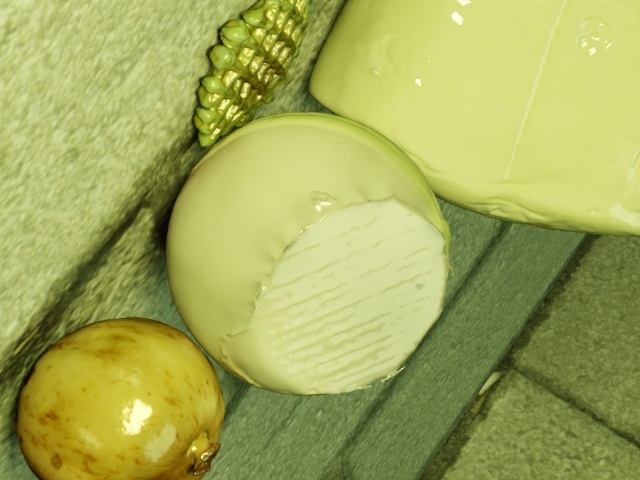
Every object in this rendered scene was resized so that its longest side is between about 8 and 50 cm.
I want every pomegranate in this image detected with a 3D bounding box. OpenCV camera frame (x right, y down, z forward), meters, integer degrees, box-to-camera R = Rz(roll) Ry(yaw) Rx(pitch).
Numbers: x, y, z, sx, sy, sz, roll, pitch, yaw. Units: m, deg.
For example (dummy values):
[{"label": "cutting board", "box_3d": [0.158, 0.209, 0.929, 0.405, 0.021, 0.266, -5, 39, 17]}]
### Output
[{"label": "pomegranate", "box_3d": [-0.196, 0.185, 1.823, 0.215, 0.215, 0.215, -50, 160, -25]}]

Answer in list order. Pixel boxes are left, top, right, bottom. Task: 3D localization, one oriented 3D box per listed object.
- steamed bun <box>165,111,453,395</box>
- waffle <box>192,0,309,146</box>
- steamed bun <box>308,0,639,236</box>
[{"label": "steamed bun", "box_3d": [-0.030, -0.002, 1.880, 0.309, 0.309, 0.309, -50, 160, -25]}, {"label": "waffle", "box_3d": [-0.067, -0.182, 1.847, 0.183, 0.036, 0.169, -42, 157, -41]}, {"label": "steamed bun", "box_3d": [0.241, -0.212, 2.044, 0.371, 0.456, 0.290, -63, -165, 14]}]
